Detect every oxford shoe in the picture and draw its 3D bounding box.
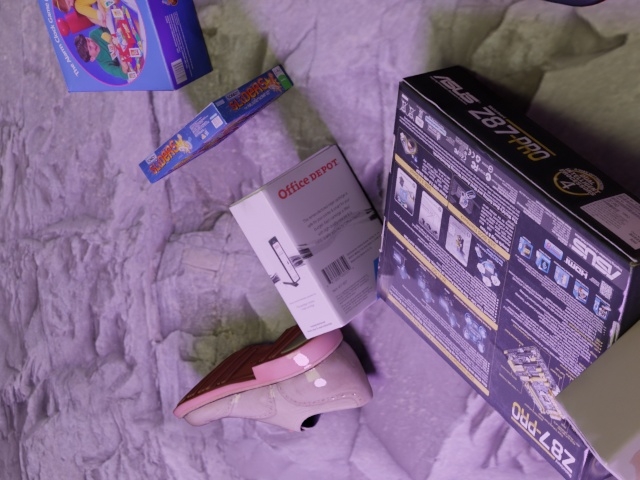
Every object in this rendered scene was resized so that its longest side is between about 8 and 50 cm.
[{"bbox_3d":[-0.082,0.237,1.875,0.146,0.140,0.397,53,141,-9],"label":"oxford shoe"}]

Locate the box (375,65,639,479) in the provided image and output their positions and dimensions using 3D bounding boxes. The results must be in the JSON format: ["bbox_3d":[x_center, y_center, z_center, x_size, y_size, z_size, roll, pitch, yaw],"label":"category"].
[{"bbox_3d":[0.214,0.033,1.402,0.395,0.097,0.318,44,140,42],"label":"box"}]

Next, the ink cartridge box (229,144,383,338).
[{"bbox_3d":[0.000,0.000,1.629,0.086,0.148,0.203,-25,97,50],"label":"ink cartridge box"}]

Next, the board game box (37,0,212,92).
[{"bbox_3d":[-0.299,-0.377,1.711,0.233,0.078,0.347,5,119,41],"label":"board game box"}]

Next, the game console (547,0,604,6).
[{"bbox_3d":[0.142,-0.418,1.225,0.342,0.060,0.386,15,137,30],"label":"game console"}]

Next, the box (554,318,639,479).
[{"bbox_3d":[0.392,0.112,1.185,0.148,0.311,0.121,40,-170,-26],"label":"box"}]

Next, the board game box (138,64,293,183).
[{"bbox_3d":[-0.140,-0.152,1.669,0.201,0.136,0.035,-31,94,48],"label":"board game box"}]
